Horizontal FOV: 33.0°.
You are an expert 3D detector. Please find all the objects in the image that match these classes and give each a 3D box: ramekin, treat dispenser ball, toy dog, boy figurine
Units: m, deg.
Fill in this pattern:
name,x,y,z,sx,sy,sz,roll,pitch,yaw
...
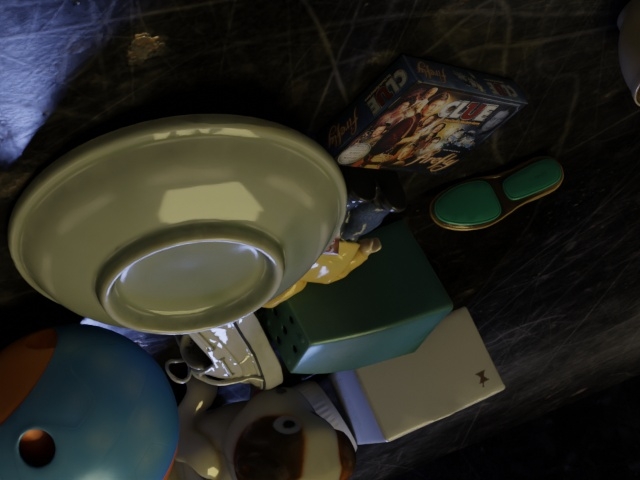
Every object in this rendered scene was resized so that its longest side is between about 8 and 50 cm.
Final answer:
name,x,y,z,sx,sy,sz,roll,pitch,yaw
ramekin,-0.014,0.383,2.197,0.109,0.207,0.207,-31,159,-10
treat dispenser ball,-0.334,0.255,1.455,0.288,0.288,0.288,-22,157,-10
toy dog,-0.137,0.400,1.875,0.284,0.396,0.408,6,151,-38
boy figurine,0.000,0.000,1.494,0.177,0.092,0.285,12,141,-33

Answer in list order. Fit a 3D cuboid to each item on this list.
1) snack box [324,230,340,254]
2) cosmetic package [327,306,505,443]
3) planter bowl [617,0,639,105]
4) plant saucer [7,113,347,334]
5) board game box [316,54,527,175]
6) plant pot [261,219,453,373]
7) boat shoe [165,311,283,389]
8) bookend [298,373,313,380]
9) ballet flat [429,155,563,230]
name,x,y,z,sx,sy,sz,roll,pitch,yaw
snack box,-0.064,-0.012,1.393,0.178,0.022,0.064,2,138,-1
cosmetic package,0.161,0.265,2.026,0.230,0.162,0.453,-23,172,-9
planter bowl,0.447,-0.262,1.381,0.162,0.109,0.162,-22,157,-10
plant saucer,-0.155,0.017,1.260,0.400,0.101,0.400,-10,149,-6
board game box,0.133,-0.152,1.376,0.243,0.042,0.165,1,146,-48
plant pot,0.042,0.102,1.659,0.234,0.166,0.165,-16,156,-30
boat shoe,-0.161,0.153,1.618,0.156,0.136,0.367,-25,155,-3
bookend,0.050,0.178,1.977,0.157,0.072,0.156,-17,168,-44
ballet flat,0.269,-0.064,1.678,0.232,0.080,0.073,-18,172,-14
